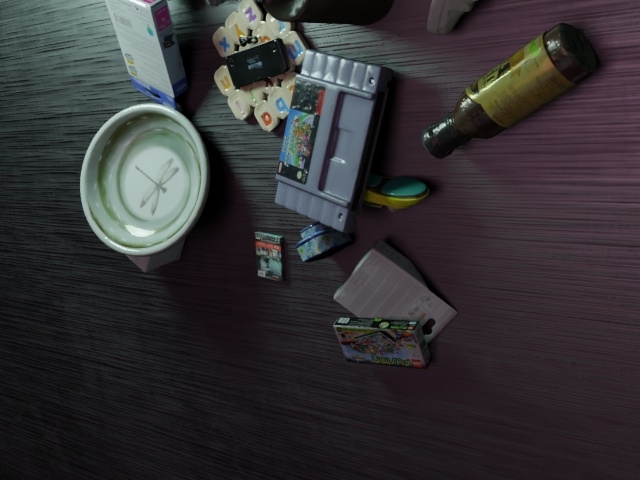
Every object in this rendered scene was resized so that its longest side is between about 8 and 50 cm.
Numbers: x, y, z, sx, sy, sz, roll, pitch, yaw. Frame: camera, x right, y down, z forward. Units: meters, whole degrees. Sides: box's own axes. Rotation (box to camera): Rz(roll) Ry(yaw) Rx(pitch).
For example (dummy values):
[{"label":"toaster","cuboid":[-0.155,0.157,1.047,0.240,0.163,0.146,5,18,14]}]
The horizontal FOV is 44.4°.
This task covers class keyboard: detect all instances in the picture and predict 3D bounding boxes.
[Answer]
[{"label":"keyboard","cuboid":[-0.150,-0.422,1.806,0.180,0.023,0.108,-7,107,40]}]

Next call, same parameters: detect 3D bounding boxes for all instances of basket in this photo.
[{"label":"basket","cuboid":[0.002,-0.501,1.545,0.204,0.227,0.154,31,123,27]}]

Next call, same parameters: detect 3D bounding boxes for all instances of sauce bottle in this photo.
[{"label":"sauce bottle","cuboid":[0.330,-0.259,1.438,0.344,0.111,0.111,-33,83,40]}]

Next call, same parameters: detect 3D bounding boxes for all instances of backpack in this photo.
[{"label":"backpack","cuboid":[0.000,0.000,1.795,0.105,0.114,0.084,-30,85,42]}]

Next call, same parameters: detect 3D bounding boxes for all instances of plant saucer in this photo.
[{"label":"plant saucer","cuboid":[-0.446,-0.155,2.064,0.401,0.100,0.400,-2,85,23]}]

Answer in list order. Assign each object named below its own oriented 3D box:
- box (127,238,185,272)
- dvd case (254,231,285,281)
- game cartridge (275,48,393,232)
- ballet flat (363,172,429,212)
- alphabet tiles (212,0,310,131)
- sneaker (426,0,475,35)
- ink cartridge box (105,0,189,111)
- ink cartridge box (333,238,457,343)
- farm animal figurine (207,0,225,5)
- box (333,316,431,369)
[{"label":"box","cuboid":[-0.482,-0.011,2.173,0.170,0.130,0.091,38,127,23]},{"label":"dvd case","cuboid":[-0.127,0.041,1.980,0.087,0.013,0.119,11,110,36]},{"label":"game cartridge","cuboid":[0.017,-0.217,1.690,0.230,0.068,0.354,22,107,35]},{"label":"ballet flat","cuboid":[0.139,-0.100,1.685,0.231,0.077,0.077,15,135,38]},{"label":"alphabet tiles","cuboid":[-0.141,-0.410,1.830,0.284,0.021,0.277,-36,81,41]},{"label":"sneaker","cuboid":[0.302,-0.460,1.393,0.169,0.108,0.292,25,144,5]},{"label":"ink cartridge box","cuboid":[-0.429,-0.484,1.961,0.186,0.065,0.311,30,145,29]},{"label":"ink cartridge box","cuboid":[0.169,0.132,1.759,0.232,0.066,0.189,34,128,-1]},{"label":"farm animal figurine","cuboid":[-0.149,-0.613,1.485,0.330,0.172,0.326,-132,52,-73]},{"label":"box","cuboid":[0.140,0.231,1.776,0.207,0.036,0.114,-1,124,33]}]
